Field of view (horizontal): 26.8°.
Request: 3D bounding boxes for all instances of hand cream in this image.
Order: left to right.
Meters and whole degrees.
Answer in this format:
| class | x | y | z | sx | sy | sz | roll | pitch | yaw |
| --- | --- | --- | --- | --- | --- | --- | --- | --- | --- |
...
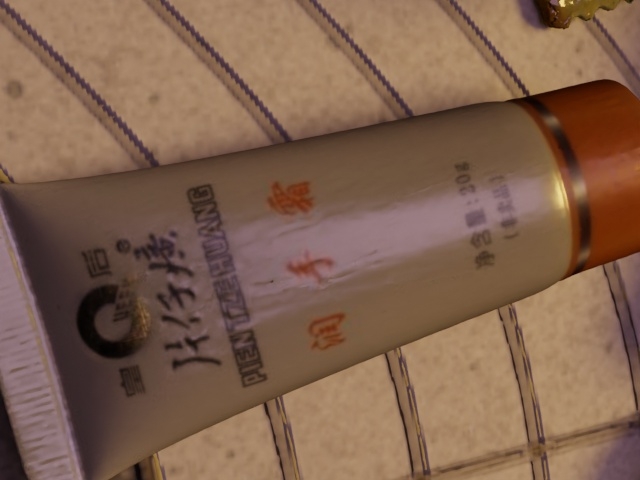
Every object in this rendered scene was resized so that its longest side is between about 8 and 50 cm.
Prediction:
| class | x | y | z | sx | sy | sz | roll | pitch | yaw |
| --- | --- | --- | --- | --- | --- | --- | --- | --- | --- |
| hand cream | 0.000 | 0.000 | 0.611 | 0.314 | 0.089 | 0.140 | -19 | 97 | -11 |

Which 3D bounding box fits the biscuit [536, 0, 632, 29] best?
| class | x | y | z | sx | sy | sz | roll | pitch | yaw |
| --- | --- | --- | --- | --- | --- | --- | --- | --- | --- |
| biscuit | 0.178 | -0.203 | 0.699 | 0.203 | 0.016 | 0.144 | -23 | 99 | -18 |
